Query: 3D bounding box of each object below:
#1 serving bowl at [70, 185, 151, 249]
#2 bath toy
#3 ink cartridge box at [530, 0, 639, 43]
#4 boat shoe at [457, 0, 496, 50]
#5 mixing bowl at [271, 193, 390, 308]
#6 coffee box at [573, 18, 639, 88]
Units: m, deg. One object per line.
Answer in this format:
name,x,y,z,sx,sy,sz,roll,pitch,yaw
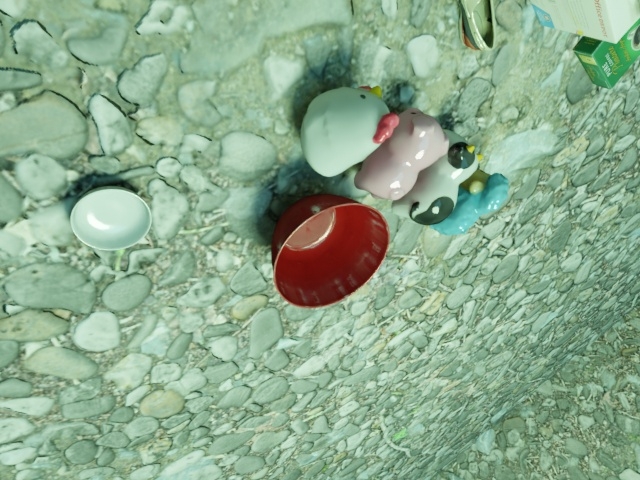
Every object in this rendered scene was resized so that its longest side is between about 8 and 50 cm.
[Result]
serving bowl,-0.243,-0.030,0.481,0.084,0.027,0.083,-16,131,-19
bath toy,0.132,-0.113,0.578,0.348,0.129,0.151,18,80,-41
ink cartridge box,0.358,-0.330,0.530,0.092,0.143,0.090,28,107,-43
boat shoe,0.197,-0.307,0.521,0.049,0.043,0.137,-31,134,-4
mixing bowl,0.000,0.000,0.606,0.182,0.098,0.181,-16,132,-19
coffee box,0.509,-0.358,0.674,0.113,0.040,0.184,18,113,-40
